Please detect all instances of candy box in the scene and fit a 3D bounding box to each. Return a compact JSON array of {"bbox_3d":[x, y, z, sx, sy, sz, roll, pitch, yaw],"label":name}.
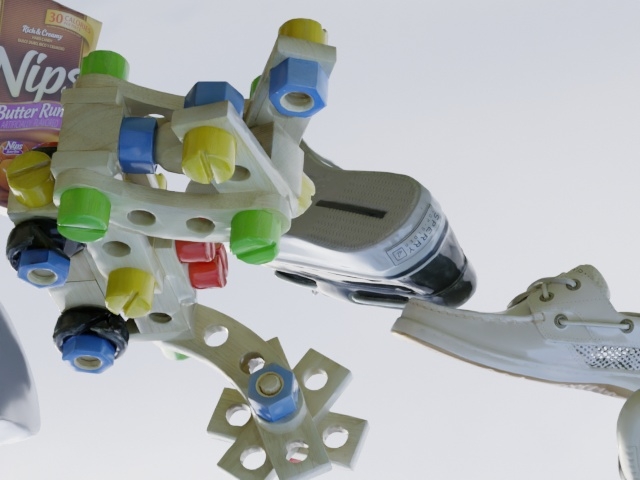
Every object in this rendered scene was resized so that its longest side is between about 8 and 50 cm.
[{"bbox_3d":[-0.266,-0.119,1.660,0.109,0.186,0.053,21,169,-40],"label":"candy box"}]

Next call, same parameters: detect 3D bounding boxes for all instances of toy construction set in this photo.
[{"bbox_3d":[-0.074,0.011,1.175,0.215,0.327,0.151,-4,-138,9],"label":"toy construction set"}]

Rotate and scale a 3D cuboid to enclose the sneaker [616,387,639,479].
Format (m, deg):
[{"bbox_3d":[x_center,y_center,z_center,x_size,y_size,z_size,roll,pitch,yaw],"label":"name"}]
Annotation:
[{"bbox_3d":[0.183,0.112,1.036,0.058,0.152,0.084,-45,-140,1],"label":"sneaker"}]

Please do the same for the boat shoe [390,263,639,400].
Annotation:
[{"bbox_3d":[0.190,0.064,1.478,0.277,0.096,0.098,11,-178,-16],"label":"boat shoe"}]

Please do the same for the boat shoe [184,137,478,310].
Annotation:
[{"bbox_3d":[0.000,0.000,1.606,0.121,0.119,0.335,-45,-149,-15],"label":"boat shoe"}]

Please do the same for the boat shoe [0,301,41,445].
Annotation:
[{"bbox_3d":[-0.216,0.079,1.020,0.084,0.095,0.258,-19,176,6],"label":"boat shoe"}]
